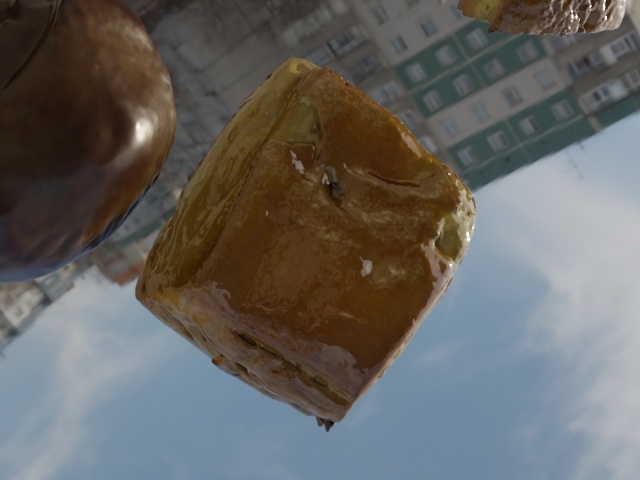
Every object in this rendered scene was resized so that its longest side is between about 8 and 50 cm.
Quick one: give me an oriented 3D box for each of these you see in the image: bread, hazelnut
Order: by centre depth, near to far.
[{"bbox_3d":[-0.183,-0.063,0.588,0.201,0.160,0.170,-41,174,-29],"label":"hazelnut"},{"bbox_3d":[0.000,0.000,0.716,0.235,0.210,0.099,-57,-166,-22],"label":"bread"},{"bbox_3d":[0.210,-0.232,0.923,0.187,0.065,0.103,-12,-145,-33],"label":"bread"}]
